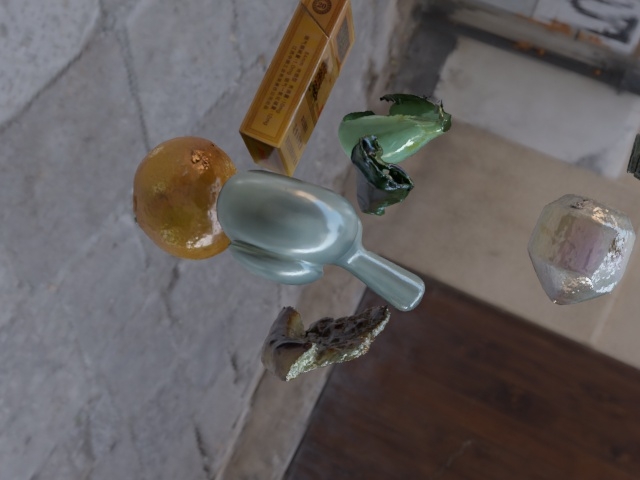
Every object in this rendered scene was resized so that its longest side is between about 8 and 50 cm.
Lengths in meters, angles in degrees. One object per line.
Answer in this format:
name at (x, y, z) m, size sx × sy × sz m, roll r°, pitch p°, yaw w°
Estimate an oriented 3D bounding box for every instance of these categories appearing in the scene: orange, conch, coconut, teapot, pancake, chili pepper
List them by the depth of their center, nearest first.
teapot at (0.002, 0.002, 1.466) m, size 0.220 × 0.318 × 0.149 m, roll 7°, pitch 100°, yaw -82°
pancake at (-0.020, 0.153, 1.566) m, size 0.212 × 0.257 × 0.056 m, roll -35°, pitch 106°, yaw -45°
chili pepper at (0.088, -0.084, 1.566) m, size 0.062 × 0.108 × 0.216 m, roll -33°, pitch 163°, yaw -8°
orange at (-0.232, -0.074, 1.803) m, size 0.219 × 0.193 × 0.219 m, roll 180°, pitch -90°, yaw -89°
conch at (0.149, -0.227, 1.995) m, size 0.250 × 0.137 × 0.143 m, roll -30°, pitch 178°, yaw 35°
coconut at (0.552, 0.027, 2.173) m, size 0.224 × 0.224 × 0.234 m, roll 27°, pitch 78°, yaw -73°

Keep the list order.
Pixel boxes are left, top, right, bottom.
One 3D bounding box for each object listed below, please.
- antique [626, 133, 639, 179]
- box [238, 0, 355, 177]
antique at (0.670, -0.123, 1.783) m, size 0.125 × 0.284 × 0.150 m, roll -150°, pitch -111°, yaw -64°
box at (-0.033, -0.256, 1.648) m, size 0.174 × 0.076 × 0.274 m, roll 74°, pitch 40°, yaw -78°
